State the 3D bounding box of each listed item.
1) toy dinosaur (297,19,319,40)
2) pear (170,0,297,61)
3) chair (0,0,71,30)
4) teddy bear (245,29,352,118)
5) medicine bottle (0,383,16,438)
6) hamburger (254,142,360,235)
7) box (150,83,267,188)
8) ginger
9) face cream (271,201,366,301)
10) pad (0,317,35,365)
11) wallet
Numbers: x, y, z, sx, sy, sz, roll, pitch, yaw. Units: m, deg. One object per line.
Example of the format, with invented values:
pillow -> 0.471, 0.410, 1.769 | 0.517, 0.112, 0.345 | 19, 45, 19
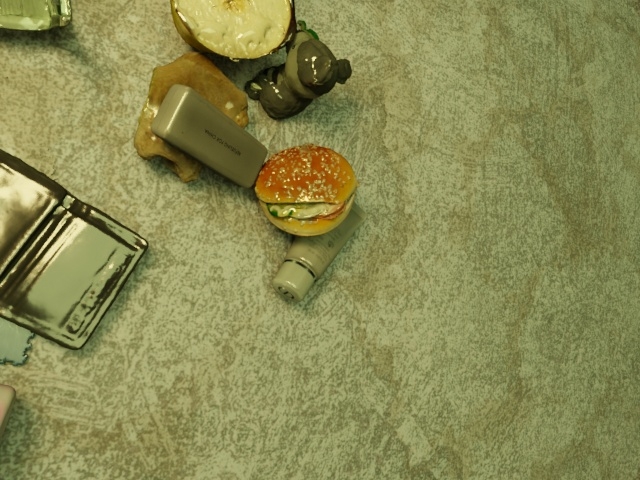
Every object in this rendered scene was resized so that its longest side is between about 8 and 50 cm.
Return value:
toy dinosaur -> -0.017, -0.499, 1.122 | 0.120, 0.029, 0.060 | 38, 57, -19
pear -> -0.198, -0.473, 0.931 | 0.267, 0.178, 0.266 | -1, 92, -29
chair -> -0.538, -0.460, 0.756 | 0.204, 0.275, 0.190 | -7, 111, -30
teddy bear -> -0.030, -0.376, 0.994 | 0.171, 0.251, 0.144 | -24, 97, -42
medicine bottle -> -0.611, 0.267, 0.654 | 0.255, 0.152, 0.151 | 20, 75, -23
hamburger -> -0.029, -0.114, 0.975 | 0.237, 0.147, 0.236 | 0, 61, 0
box -> -0.202, -0.190, 0.858 | 0.244, 0.055, 0.103 | 31, 83, -56
ginger -> -0.257, -0.253, 0.912 | 0.222, 0.130, 0.275 | 8, 85, -34
face cream -> 0.000, 0.000, 1.044 | 0.143, 0.089, 0.314 | 43, 59, -16
pad -> -0.607, 0.061, 0.757 | 0.269, 0.012, 0.269 | 15, 78, -25
wallet -> -0.502, 0.014, 0.788 | 0.323, 0.041, 0.247 | 34, 69, -17
